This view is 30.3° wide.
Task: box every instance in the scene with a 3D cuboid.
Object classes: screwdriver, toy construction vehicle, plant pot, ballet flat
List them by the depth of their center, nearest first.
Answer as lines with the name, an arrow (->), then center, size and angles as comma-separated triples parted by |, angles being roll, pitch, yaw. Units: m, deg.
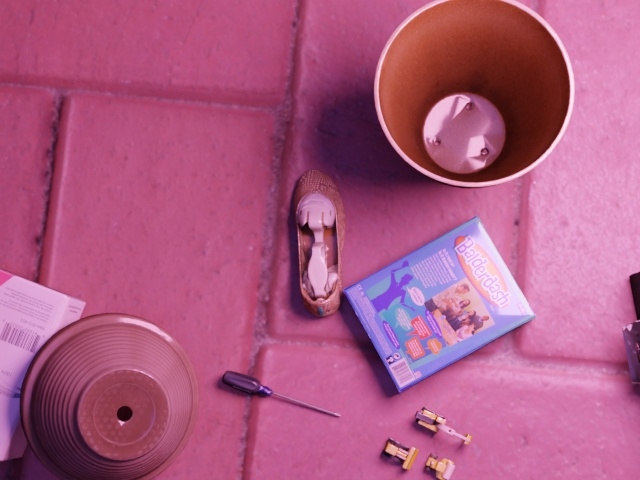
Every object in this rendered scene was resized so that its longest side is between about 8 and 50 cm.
plant pot -> 0.190, -0.163, 1.526 | 0.237, 0.254, 0.237 | -1, 82, 4
plant pot -> -0.265, 0.215, 1.539 | 0.237, 0.110, 0.237 | 0, 91, -20
toy construction vehicle -> 0.143, 0.273, 1.583 | 0.098, 0.035, 0.086 | 29, 86, 7
ballet flat -> 0.000, 0.000, 1.613 | 0.073, 0.067, 0.206 | -7, 82, 4
screwdriver -> -0.054, 0.215, 1.617 | 0.170, 0.024, 0.025 | 23, 114, 0

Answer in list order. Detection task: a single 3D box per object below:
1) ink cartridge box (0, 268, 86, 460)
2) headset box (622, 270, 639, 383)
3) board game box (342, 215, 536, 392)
ink cartridge box -> -0.451, 0.160, 1.608 | 0.172, 0.100, 0.237 | 21, 84, 6
headset box -> 0.542, 0.128, 1.535 | 0.293, 0.110, 0.218 | -8, 83, 3
board game box -> 0.160, 0.087, 1.600 | 0.210, 0.047, 0.160 | -28, 81, 1
